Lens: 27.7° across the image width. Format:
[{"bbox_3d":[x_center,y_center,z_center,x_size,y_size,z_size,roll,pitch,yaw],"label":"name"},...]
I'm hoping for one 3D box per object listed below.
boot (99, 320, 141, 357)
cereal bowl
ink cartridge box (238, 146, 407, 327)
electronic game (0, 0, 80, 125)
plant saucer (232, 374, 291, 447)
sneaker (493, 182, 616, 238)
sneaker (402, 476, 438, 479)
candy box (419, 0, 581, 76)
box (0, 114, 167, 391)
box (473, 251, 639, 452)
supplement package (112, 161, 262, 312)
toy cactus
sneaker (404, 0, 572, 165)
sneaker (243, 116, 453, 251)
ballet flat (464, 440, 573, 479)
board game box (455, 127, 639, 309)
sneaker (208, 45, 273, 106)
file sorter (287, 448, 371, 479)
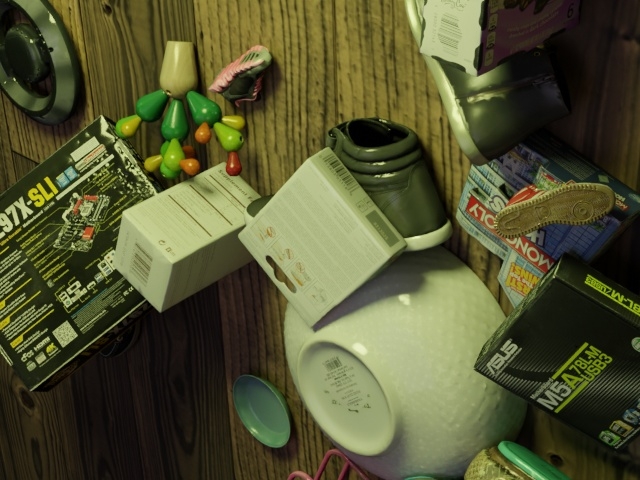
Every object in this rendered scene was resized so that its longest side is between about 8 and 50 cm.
[{"bbox_3d":[-0.363,0.131,2.014,0.085,0.179,0.236,48,140,16],"label":"boot"},{"bbox_3d":[0.075,0.160,1.572,0.339,0.141,0.339,28,133,35],"label":"cereal bowl"},{"bbox_3d":[0.000,0.000,1.479,0.145,0.045,0.179,51,139,5],"label":"ink cartridge box"},{"bbox_3d":[-0.435,-0.280,1.940,0.229,0.048,0.229,27,132,35],"label":"electronic game"},{"bbox_3d":[-0.080,0.246,1.897,0.119,0.021,0.119,26,130,35],"label":"plant saucer"},{"bbox_3d":[0.230,-0.036,1.263,0.118,0.067,0.042,-14,101,19],"label":"sneaker"},{"bbox_3d":[0.182,0.437,1.567,0.341,0.139,0.125,44,140,-19],"label":"sneaker"},{"bbox_3d":[0.173,-0.269,1.167,0.070,0.165,0.196,29,133,34],"label":"candy box"},{"bbox_3d":[-0.351,0.021,1.847,0.257,0.322,0.079,52,-177,12],"label":"box"},{"bbox_3d":[0.280,0.121,1.344,0.184,0.045,0.190,30,139,-2],"label":"box"},{"bbox_3d":[-0.168,-0.006,1.705,0.105,0.179,0.105,43,139,21],"label":"supplement package"},{"bbox_3d":[-0.178,-0.170,1.701,0.219,0.112,0.180,14,104,46],"label":"toy cactus"},{"bbox_3d":[0.169,-0.196,1.306,0.118,0.083,0.222,-26,75,22],"label":"sneaker"},{"bbox_3d":[0.018,-0.074,1.524,0.296,0.104,0.146,4,114,41],"label":"sneaker"},{"bbox_3d":[0.342,0.389,1.368,0.483,0.164,0.182,25,92,33],"label":"ballet flat"},{"bbox_3d":[0.221,-0.013,1.362,0.194,0.060,0.194,39,136,26],"label":"board game box"},{"bbox_3d":[-0.088,-0.200,1.613,0.057,0.047,0.119,45,146,-16],"label":"sneaker"},{"bbox_3d":[0.001,0.405,1.692,0.182,0.291,0.202,45,140,24],"label":"file sorter"}]
